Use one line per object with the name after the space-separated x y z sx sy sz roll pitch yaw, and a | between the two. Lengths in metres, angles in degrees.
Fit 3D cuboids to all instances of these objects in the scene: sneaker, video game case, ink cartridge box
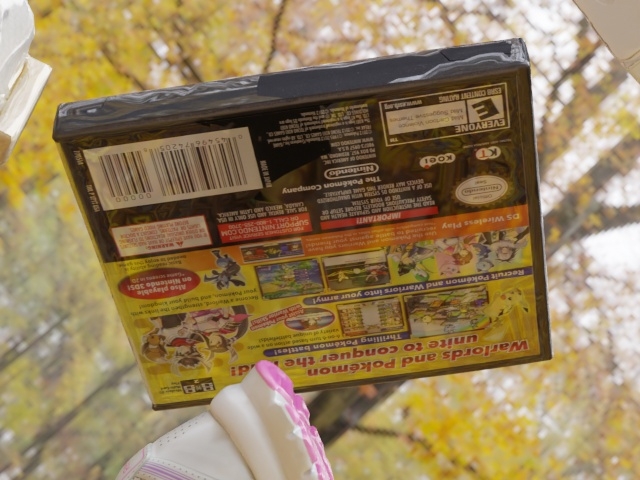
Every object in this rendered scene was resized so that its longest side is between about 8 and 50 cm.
-0.024 0.190 0.697 0.103 0.111 0.252 -107 175 -88 | sneaker
0.000 0.000 0.915 0.035 0.274 0.248 -92 173 -47 | video game case
0.283 -0.197 1.262 0.218 0.092 0.159 21 35 -59 | ink cartridge box

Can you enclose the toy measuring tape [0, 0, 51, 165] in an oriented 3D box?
-0.166 -0.151 0.349 0.121 0.121 0.330 32 -31 38 | toy measuring tape
